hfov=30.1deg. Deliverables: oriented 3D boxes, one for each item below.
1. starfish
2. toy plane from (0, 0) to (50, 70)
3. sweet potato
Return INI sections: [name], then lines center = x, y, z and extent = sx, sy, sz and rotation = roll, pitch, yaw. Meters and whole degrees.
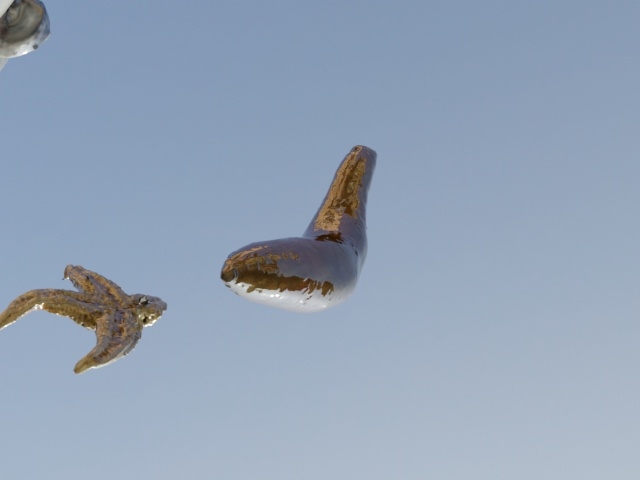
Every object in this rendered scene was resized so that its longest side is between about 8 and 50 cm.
[starfish]
center = -0.237, 0.069, 1.210
extent = 0.138, 0.247, 0.050
rotation = 15, -78, 6
[toy plane]
center = -0.220, -0.148, 0.618
extent = 0.118, 0.245, 0.244
rotation = 22, -79, 14
[sweet potato]
center = 0.002, 0.005, 1.152
extent = 0.079, 0.346, 0.108
rotation = -1, -67, 22
